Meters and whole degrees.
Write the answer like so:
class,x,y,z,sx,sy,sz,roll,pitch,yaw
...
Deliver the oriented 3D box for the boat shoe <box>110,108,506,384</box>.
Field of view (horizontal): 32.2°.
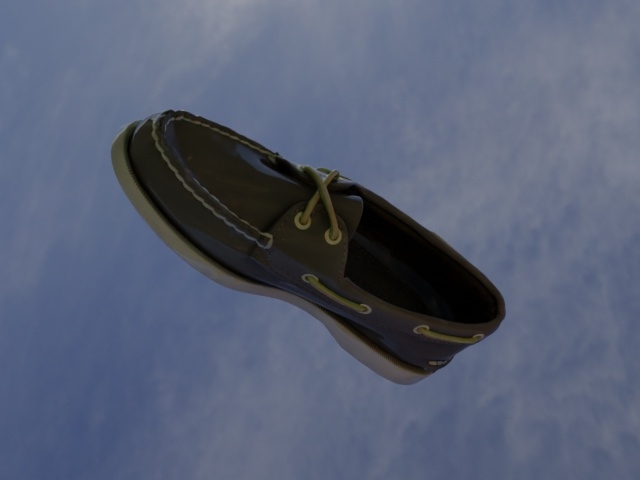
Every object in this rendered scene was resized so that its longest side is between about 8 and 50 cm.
class,x,y,z,sx,sy,sz,roll,pitch,yaw
boat shoe,0.000,-0.004,0.755,0.091,0.305,0.109,-31,-143,37
